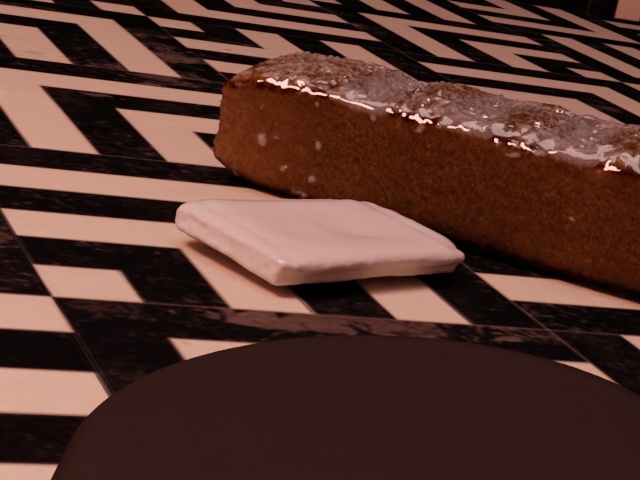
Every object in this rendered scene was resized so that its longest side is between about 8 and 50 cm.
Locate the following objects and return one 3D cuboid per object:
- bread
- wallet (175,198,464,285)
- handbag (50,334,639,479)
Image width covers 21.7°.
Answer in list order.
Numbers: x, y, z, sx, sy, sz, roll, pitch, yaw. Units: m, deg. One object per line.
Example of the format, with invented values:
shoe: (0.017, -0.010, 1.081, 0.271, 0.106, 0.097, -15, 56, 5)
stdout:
bread: (0.137, -0.056, 1.282, 0.416, 0.113, 0.165, 16, 14, 17)
wallet: (0.000, 0.000, 1.133, 0.183, 0.032, 0.124, -2, 20, -45)
handbag: (0.026, 0.118, 0.563, 0.254, 0.093, 0.308, 3, 15, 2)
